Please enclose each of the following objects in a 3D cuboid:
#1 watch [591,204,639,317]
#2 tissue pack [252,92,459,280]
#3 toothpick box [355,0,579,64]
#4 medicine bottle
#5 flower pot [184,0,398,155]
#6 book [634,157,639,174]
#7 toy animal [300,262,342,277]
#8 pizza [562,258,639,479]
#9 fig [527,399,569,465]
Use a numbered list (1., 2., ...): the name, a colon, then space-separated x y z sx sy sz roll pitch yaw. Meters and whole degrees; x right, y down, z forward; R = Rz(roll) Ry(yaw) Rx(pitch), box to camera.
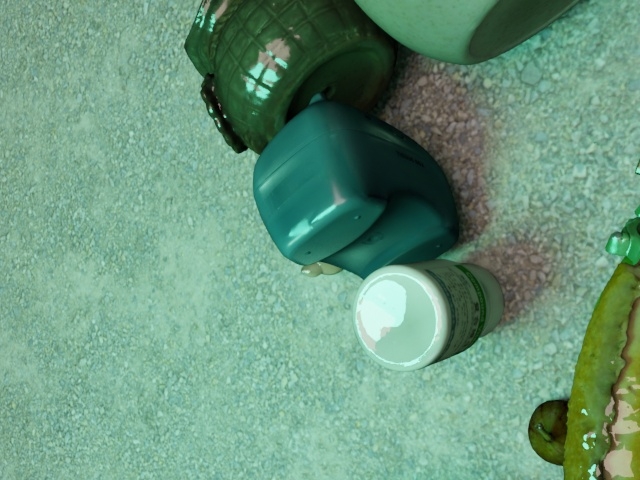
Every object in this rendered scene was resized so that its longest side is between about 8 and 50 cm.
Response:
1. watch: 0.416 0.050 0.937 0.131 0.165 0.152 30 132 27
2. tissue pack: 0.048 -0.071 1.067 0.198 0.287 0.206 -38 55 30
3. toothpick box: 0.160 -0.467 0.901 0.409 0.409 0.425 -40 79 27
4. medicine bottle: 0.155 0.094 1.029 0.139 0.237 0.139 0 91 32
5. flower pot: -0.044 -0.262 1.123 0.302 0.301 0.213 -49 63 24
6. book: 0.522 -0.121 0.917 0.228 0.024 0.160 24 107 29
7. toy animal: -0.003 -0.001 1.220 0.083 0.089 0.150 -54 56 26
8. pizza: 0.453 0.248 0.814 0.406 0.130 0.440 9 81 -9
9. fig: 0.310 0.259 1.003 0.088 0.125 0.089 -2 85 32
